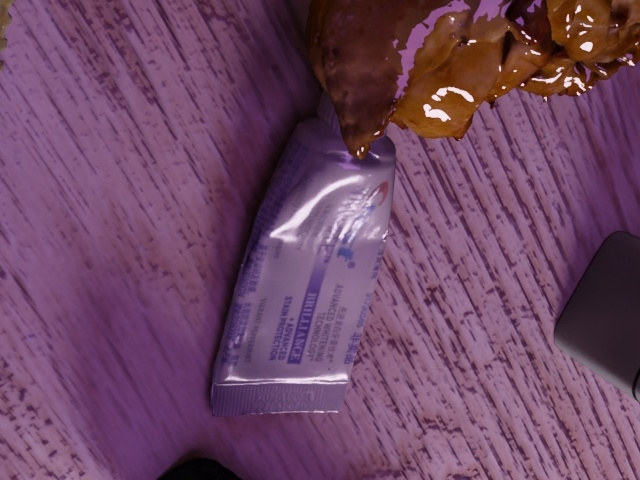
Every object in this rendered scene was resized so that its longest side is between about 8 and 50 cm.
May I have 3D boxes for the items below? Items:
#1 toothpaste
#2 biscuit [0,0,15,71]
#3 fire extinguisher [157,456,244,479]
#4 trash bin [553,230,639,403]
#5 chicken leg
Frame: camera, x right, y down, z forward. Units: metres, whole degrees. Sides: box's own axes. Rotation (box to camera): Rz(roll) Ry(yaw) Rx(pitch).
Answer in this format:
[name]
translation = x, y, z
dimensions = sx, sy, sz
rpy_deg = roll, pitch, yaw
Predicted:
[toothpaste]
translation = -0.002, -0.001, 0.785
dimensions = 0.099, 0.068, 0.282
rpy_deg = 14, 109, 0
[biscuit]
translation = -0.261, -0.082, 0.660
dimensions = 0.139, 0.016, 0.231
rpy_deg = 9, 103, -28
[fire extinguisher]
translation = 0.000, 0.278, 0.847
dimensions = 0.311, 0.114, 0.095
rpy_deg = 45, 40, -30
[trash bin]
translation = 0.258, 0.064, 0.880
dimensions = 0.059, 0.130, 0.116
rpy_deg = 29, 93, -30
[chicken leg]
translation = 0.050, -0.201, 0.663
dimensions = 0.409, 0.182, 0.295
rpy_deg = 34, 79, -20
